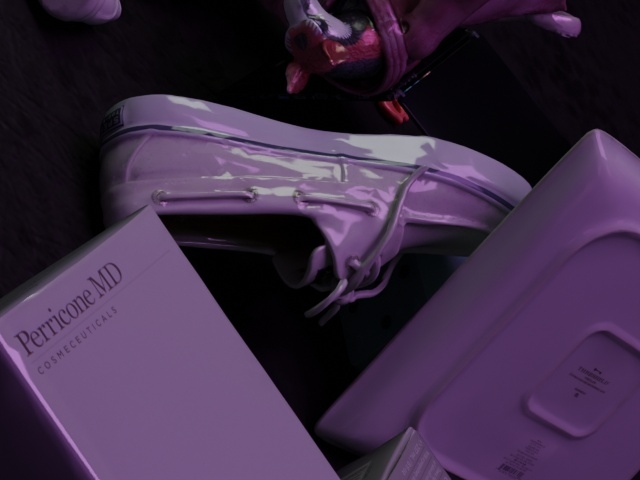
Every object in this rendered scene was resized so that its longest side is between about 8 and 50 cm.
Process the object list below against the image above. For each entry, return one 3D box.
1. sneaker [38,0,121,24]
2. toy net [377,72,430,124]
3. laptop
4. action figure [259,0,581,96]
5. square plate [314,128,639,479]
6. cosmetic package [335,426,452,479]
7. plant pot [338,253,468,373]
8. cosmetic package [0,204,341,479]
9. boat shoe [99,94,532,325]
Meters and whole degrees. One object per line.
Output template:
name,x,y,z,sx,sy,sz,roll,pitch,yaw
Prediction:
sneaker,-0.218,-0.273,1.576,0.094,0.080,0.212,4,67,-69
toy net,0.115,-0.151,1.989,0.232,0.045,0.122,39,35,-32
laptop,0.078,-0.106,1.763,0.234,0.264,0.136,-41,129,-60
action figure,0.055,-0.216,1.662,0.370,0.248,0.275,-55,142,-42
square plate,0.220,0.109,1.629,0.347,0.344,0.049,31,16,-40
cosmetic package,0.089,0.286,1.505,0.238,0.107,0.127,51,28,-9
plant pot,0.134,0.064,1.718,0.234,0.165,0.165,17,50,-40
cosmetic package,-0.101,0.196,1.239,0.385,0.156,0.217,56,32,-8
boat shoe,0.002,-0.004,1.515,0.367,0.136,0.156,12,62,-20
